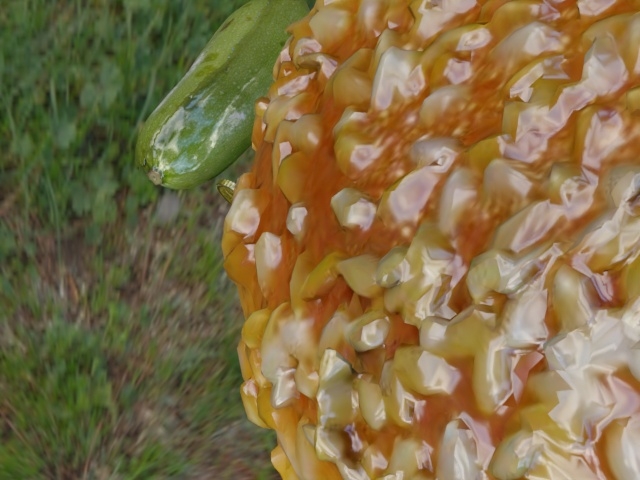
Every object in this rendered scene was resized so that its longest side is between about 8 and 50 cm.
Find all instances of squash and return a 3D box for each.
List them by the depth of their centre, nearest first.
[{"bbox_3d":[-0.062,-0.151,1.612,0.094,0.094,0.341,35,41,-1],"label":"squash"}]

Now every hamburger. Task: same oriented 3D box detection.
[{"bbox_3d":[0.147,-0.004,0.470,0.330,0.330,0.250,-43,117,-11],"label":"hamburger"}]

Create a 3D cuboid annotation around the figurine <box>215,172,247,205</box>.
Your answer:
[{"bbox_3d":[-0.004,0.008,1.705,0.271,0.143,0.143,13,77,35],"label":"figurine"}]
